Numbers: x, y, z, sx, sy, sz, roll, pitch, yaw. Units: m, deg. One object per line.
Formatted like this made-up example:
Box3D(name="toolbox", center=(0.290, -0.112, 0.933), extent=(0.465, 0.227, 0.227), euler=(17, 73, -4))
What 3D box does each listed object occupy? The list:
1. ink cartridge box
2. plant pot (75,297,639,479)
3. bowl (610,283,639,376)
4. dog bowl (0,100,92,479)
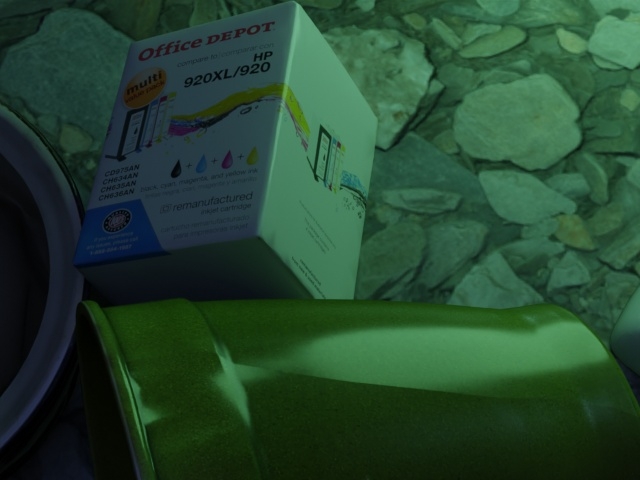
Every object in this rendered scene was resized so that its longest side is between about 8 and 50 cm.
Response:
Box3D(name="ink cartridge box", center=(-0.071, -0.047, 1.037), extent=(0.171, 0.168, 0.233), euler=(-9, 54, 24))
Box3D(name="plant pot", center=(0.035, 0.189, 0.892), extent=(0.353, 0.366, 0.366), euler=(-11, 65, -16))
Box3D(name="bowl", center=(0.339, 0.071, 1.075), extent=(0.142, 0.053, 0.142), euler=(33, 70, 17))
Box3D(name="dog bowl", center=(-0.381, 0.063, 1.047), extent=(0.408, 0.150, 0.408), euler=(-1, 66, 2))
